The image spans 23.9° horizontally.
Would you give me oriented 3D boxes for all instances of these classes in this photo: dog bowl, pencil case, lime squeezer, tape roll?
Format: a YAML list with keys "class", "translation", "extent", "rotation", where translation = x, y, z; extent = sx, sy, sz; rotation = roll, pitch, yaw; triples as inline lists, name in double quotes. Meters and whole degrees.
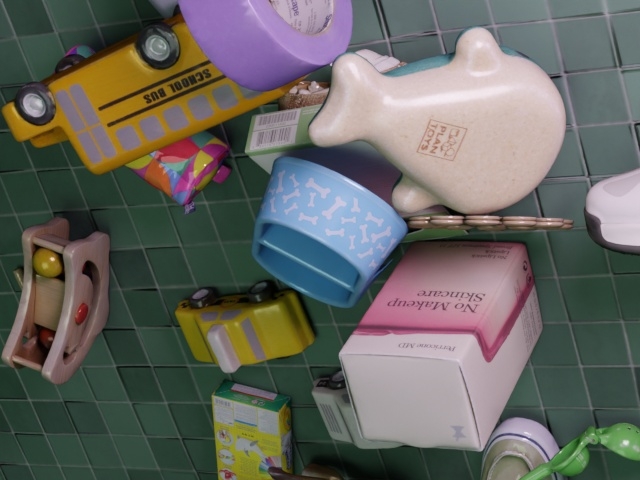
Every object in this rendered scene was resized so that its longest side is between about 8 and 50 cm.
- class: "dog bowl"
  translation: [0.000, 0.000, 1.706]
  extent: [0.166, 0.074, 0.297]
  rotation: [28, 166, 2]
- class: "pencil case"
  translation: [-0.221, -0.135, 1.820]
  extent: [0.236, 0.104, 0.104]
  rotation: [37, 131, 3]
- class: "lime squeezer"
  translation: [0.328, 0.272, 1.809]
  extent: [0.310, 0.059, 0.110]
  rotation: [-8, 117, 7]
- class: "tape roll"
  translation: [-0.056, -0.251, 1.520]
  extent: [0.080, 0.189, 0.189]
  rotation: [-22, 109, 34]

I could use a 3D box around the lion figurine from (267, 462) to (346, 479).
- class: "lion figurine"
  translation: [0.096, 0.450, 2.005]
  extent: [0.240, 0.142, 0.392]
  rotation: [-2, 129, 50]

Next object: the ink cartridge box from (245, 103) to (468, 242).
- class: "ink cartridge box"
  translation: [0.048, -0.073, 1.726]
  extent: [0.171, 0.056, 0.235]
  rotation: [-7, 151, 32]

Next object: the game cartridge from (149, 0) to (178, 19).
- class: "game cartridge"
  translation: [-0.070, -0.315, 1.640]
  extent: [0.297, 0.062, 0.198]
  rotation: [-35, 97, 38]

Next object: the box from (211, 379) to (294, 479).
- class: "box"
  translation: [-0.090, 0.282, 2.072]
  extent: [0.105, 0.043, 0.179]
  rotation: [13, 124, 20]

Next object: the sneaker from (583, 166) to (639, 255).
- class: "sneaker"
  translation: [0.433, -0.155, 1.439]
  extent: [0.448, 0.169, 0.257]
  rotation: [-18, 103, 27]

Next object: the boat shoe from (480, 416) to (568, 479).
- class: "boat shoe"
  translation: [0.246, 0.360, 1.908]
  extent: [0.109, 0.094, 0.302]
  rotation: [12, 126, 21]

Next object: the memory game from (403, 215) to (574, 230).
- class: "memory game"
  translation: [0.181, -0.018, 1.642]
  extent: [0.186, 0.186, 0.012]
  rotation: [1, 89, 28]

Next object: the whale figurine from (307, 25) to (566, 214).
- class: "whale figurine"
  translation: [0.116, -0.133, 1.565]
  extent: [0.272, 0.141, 0.216]
  rotation: [9, 120, -22]

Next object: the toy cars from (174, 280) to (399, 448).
- class: "toy cars"
  translation: [-0.020, 0.173, 1.929]
  extent: [0.394, 0.087, 0.176]
  rotation: [29, 131, 8]

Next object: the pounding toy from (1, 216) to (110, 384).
- class: "pounding toy"
  translation: [-0.382, 0.088, 2.023]
  extent: [0.155, 0.154, 0.269]
  rotation: [19, 128, 16]

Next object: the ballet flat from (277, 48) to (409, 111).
- class: "ballet flat"
  translation: [0.032, -0.173, 1.678]
  extent: [0.206, 0.073, 0.067]
  rotation: [-14, 104, 31]

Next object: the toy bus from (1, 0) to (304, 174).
- class: "toy bus"
  translation: [-0.187, -0.172, 1.672]
  extent: [0.333, 0.108, 0.130]
  rotation: [-20, 107, 29]

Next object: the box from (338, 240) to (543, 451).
- class: "box"
  translation: [0.140, 0.113, 1.704]
  extent: [0.149, 0.232, 0.126]
  rotation: [1, 122, 27]
